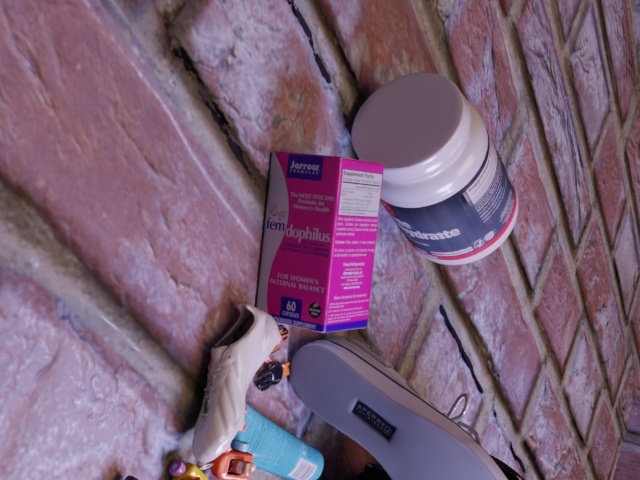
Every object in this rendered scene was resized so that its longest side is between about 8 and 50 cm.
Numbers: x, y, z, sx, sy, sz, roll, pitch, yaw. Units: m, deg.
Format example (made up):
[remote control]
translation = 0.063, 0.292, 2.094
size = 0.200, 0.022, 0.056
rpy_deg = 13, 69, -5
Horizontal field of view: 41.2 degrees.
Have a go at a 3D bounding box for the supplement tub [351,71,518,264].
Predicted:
[supplement tub]
translation = 0.175, -0.101, 1.279
size = 0.272, 0.191, 0.191
rpy_deg = 48, 57, -49

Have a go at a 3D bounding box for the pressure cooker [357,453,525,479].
[pressure cooker]
translation = 0.180, 0.519, 1.278
size = 0.370, 0.375, 0.420
rpy_deg = 60, 46, -68

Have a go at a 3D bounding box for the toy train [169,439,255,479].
[toy train]
translation = -0.131, 0.320, 1.014
size = 0.125, 0.046, 0.166
rpy_deg = 24, 78, -40

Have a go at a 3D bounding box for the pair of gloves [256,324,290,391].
[pair of gloves]
translation = -0.065, 0.157, 1.137
size = 0.074, 0.010, 0.083
rpy_deg = -24, 120, -54

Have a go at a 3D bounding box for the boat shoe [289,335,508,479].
[boat shoe]
translation = 0.132, 0.258, 1.176
size = 0.156, 0.367, 0.136
rpy_deg = -17, 138, -59

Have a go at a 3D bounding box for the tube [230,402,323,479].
[tube]
translation = -0.071, 0.270, 1.122
size = 0.207, 0.052, 0.080
rpy_deg = 41, 61, -46

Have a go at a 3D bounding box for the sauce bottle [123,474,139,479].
[sauce bottle]
translation = -0.230, 0.303, 0.887
size = 0.128, 0.042, 0.042
rpy_deg = -54, 138, -35

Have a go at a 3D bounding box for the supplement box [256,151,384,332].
[supplement box]
translation = 0.000, 0.000, 1.107
size = 0.114, 0.111, 0.220
rpy_deg = 2, 94, -56

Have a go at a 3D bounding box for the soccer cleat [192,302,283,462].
[soccer cleat]
translation = -0.113, 0.167, 1.023
size = 0.076, 0.068, 0.196
rpy_deg = 45, 58, -34
